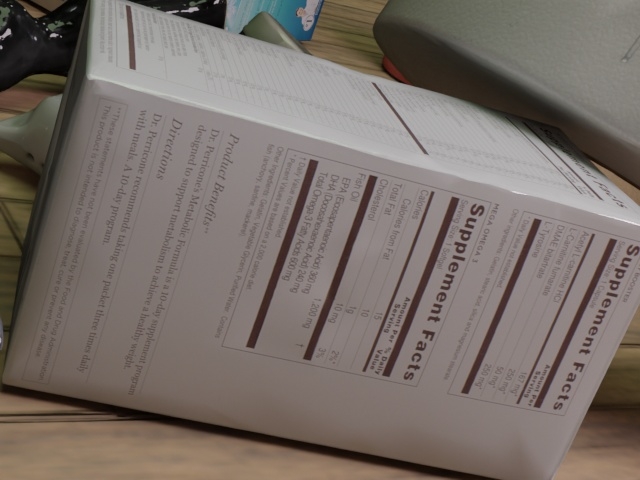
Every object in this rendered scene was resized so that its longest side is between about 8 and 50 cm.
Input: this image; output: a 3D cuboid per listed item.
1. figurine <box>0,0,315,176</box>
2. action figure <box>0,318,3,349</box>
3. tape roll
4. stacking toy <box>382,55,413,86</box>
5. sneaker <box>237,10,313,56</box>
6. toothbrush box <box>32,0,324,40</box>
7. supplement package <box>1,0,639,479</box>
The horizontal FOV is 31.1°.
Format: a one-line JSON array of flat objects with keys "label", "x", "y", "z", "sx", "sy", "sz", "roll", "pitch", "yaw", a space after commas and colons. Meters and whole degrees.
[{"label": "figurine", "x": -0.122, "y": -0.091, "z": 0.705, "sx": 0.209, "sy": 0.092, "sz": 0.215, "roll": -9, "pitch": 37, "yaw": -39}, {"label": "action figure", "x": -0.173, "y": -0.006, "z": 0.344, "sx": 0.141, "sy": 0.275, "sz": 0.164, "roll": -11, "pitch": -24, "yaw": 13}, {"label": "tape roll", "x": 0.206, "y": -0.046, "z": 0.694, "sx": 0.392, "sy": 0.072, "sz": 0.392, "roll": 35, "pitch": 3, "yaw": -2}, {"label": "stacking toy", "x": 0.211, "y": -0.163, "z": 1.093, "sx": 0.280, "sy": 0.130, "sz": 0.309, "roll": 15, "pitch": 23, "yaw": -14}, {"label": "sneaker", "x": -0.001, "y": -0.012, "z": 0.634, "sx": 0.222, "sy": 0.118, "sz": 0.083, "roll": 44, "pitch": 10, "yaw": -27}, {"label": "toothbrush box", "x": -0.151, "y": -0.273, "z": 1.038, "sx": 0.216, "sy": 0.126, "sz": 0.295, "roll": 31, "pitch": 25, "yaw": 26}, {"label": "supplement package", "x": 0.000, "y": 0.000, "z": 0.511, "sx": 0.244, "sy": 0.133, "sz": 0.139, "roll": 14, "pitch": 21, "yaw": -16}]
